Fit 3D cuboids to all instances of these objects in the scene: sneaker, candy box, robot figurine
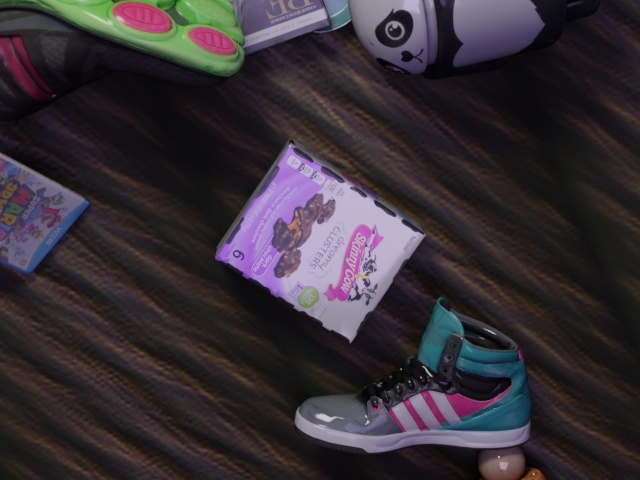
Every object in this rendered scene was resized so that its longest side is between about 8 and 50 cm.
[{"bbox_3d":[0.118,0.159,1.509,0.295,0.124,0.178,0,107,-10],"label":"sneaker"},{"bbox_3d":[0.000,0.000,1.499,0.196,0.070,0.165,32,99,-8],"label":"candy box"},{"bbox_3d":[0.169,-0.280,1.389,0.278,0.173,0.209,-12,104,-4],"label":"robot figurine"},{"bbox_3d":[-0.319,-0.234,1.390,0.482,0.185,0.202,7,138,3],"label":"sneaker"}]

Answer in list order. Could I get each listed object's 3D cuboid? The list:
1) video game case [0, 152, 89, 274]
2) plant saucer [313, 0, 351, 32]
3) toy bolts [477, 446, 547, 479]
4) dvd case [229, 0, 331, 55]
[{"bbox_3d":[-0.363,-0.032,1.450,0.119,0.015,0.166,-49,142,7],"label":"video game case"},{"bbox_3d":[-0.002,-0.303,1.458,0.119,0.021,0.119,-1,103,-3],"label":"plant saucer"},{"bbox_3d":[0.173,0.349,1.513,0.218,0.228,0.158,-16,97,11],"label":"toy bolts"},{"bbox_3d":[-0.100,-0.325,1.435,0.164,0.018,0.221,-18,100,10],"label":"dvd case"}]
